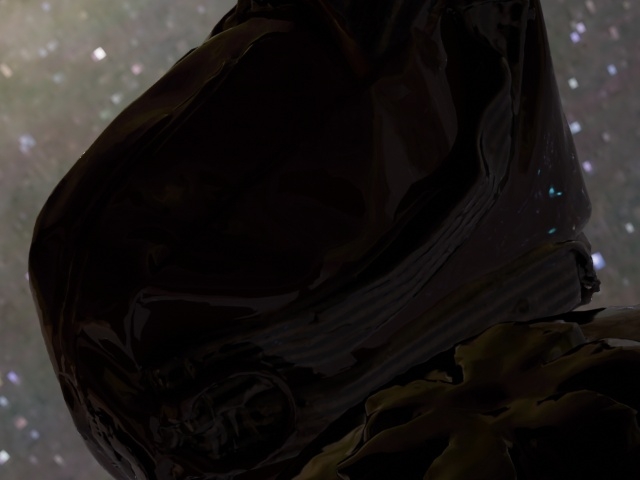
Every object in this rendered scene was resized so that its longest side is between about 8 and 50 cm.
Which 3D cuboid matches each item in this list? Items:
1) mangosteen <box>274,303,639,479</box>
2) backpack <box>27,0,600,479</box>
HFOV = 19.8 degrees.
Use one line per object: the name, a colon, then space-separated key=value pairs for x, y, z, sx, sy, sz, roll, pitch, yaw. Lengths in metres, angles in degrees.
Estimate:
mangosteen: x=0.114 y=0.191 z=0.592 sx=0.306 sy=0.347 sz=0.307 roll=-21 pitch=-162 yaw=8
backpack: x=0.000 y=0.000 z=0.937 sx=0.197 sy=0.283 sz=0.317 roll=20 pitch=-126 yaw=40
